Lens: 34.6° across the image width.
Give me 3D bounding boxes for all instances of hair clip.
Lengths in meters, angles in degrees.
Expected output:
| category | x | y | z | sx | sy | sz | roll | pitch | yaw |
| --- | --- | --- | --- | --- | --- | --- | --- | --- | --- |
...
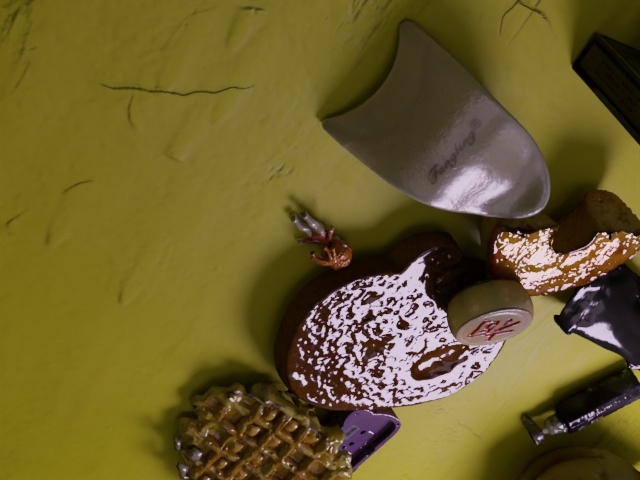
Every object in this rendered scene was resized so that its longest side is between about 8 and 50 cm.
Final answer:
| category | x | y | z | sx | sy | sz | roll | pitch | yaw |
| --- | --- | --- | --- | --- | --- | --- | --- | --- | --- |
| hair clip | 0.166 | -0.121 | 1.281 | 0.282 | 0.113 | 0.172 | 27 | 114 | -35 |

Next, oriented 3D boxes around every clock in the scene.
| category | x | y | z | sx | sy | sz | roll | pitch | yaw |
| --- | --- | --- | --- | --- | --- | --- | --- | --- | --- |
| clock | 0.042 | 0.302 | 1.622 | 0.153 | 0.050 | 0.110 | -45 | 130 | 16 |

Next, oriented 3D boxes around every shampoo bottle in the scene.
| category | x | y | z | sx | sy | sz | roll | pitch | yaw |
| --- | --- | --- | --- | --- | --- | --- | --- | --- | --- |
| shampoo bottle | 0.451 | 0.287 | 1.769 | 0.208 | 0.063 | 0.057 | -27 | 143 | -2 |

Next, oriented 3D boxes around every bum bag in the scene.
| category | x | y | z | sx | sy | sz | roll | pitch | yaw |
| --- | --- | --- | --- | --- | --- | --- | --- | --- | --- |
| bum bag | 0.483 | 0.125 | 1.638 | 0.326 | 0.079 | 0.142 | 33 | 103 | -34 |

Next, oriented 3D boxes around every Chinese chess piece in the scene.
| category | x | y | z | sx | sy | sz | roll | pitch | yaw |
| --- | --- | --- | --- | --- | --- | --- | --- | --- | --- |
| Chinese chess piece | 0.237 | 0.102 | 1.437 | 0.122 | 0.051 | 0.122 | -9 | 148 | -6 |

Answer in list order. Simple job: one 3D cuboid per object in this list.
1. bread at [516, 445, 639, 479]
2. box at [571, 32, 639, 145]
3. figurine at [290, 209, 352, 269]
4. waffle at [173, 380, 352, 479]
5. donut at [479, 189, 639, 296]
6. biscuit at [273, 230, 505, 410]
| category | x | y | z | sx | sy | sz | roll | pitch | yaw |
| --- | --- | --- | --- | --- | --- | --- | --- | --- | --- |
| bread | 0.464 | 0.510 | 1.858 | 0.341 | 0.210 | 0.300 | 30 | 101 | -37 |
| box | 0.425 | -0.163 | 1.277 | 0.141 | 0.220 | 0.064 | 13 | 122 | -31 |
| figurine | 0.000 | 0.000 | 1.364 | 0.064 | 0.047 | 0.109 | -19 | 133 | 34 |
| waffle | -0.085 | 0.321 | 1.549 | 0.262 | 0.060 | 0.280 | -5 | 120 | -1 |
| donut | 0.315 | 0.007 | 1.446 | 0.259 | 0.101 | 0.152 | 0 | 139 | -28 |
| biscuit | 0.114 | 0.116 | 1.492 | 0.367 | 0.063 | 0.314 | 0 | 123 | -23 |
